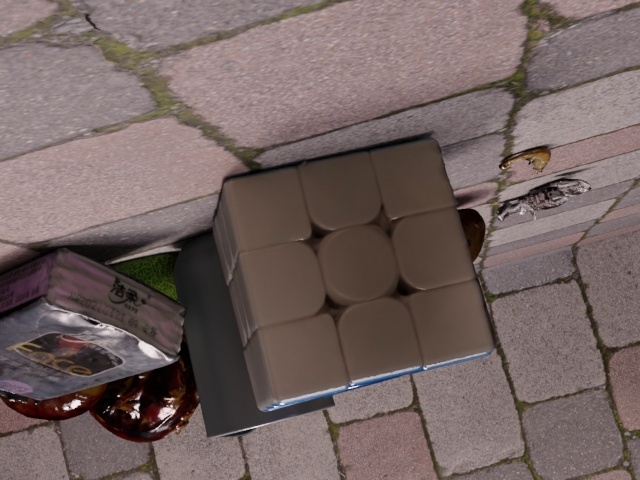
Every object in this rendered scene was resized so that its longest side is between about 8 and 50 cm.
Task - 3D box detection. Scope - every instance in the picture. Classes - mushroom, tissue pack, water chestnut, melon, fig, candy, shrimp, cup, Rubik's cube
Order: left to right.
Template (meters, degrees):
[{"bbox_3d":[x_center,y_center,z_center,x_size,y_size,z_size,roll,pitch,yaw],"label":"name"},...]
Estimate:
[{"bbox_3d":[-0.412,0.137,1.593,0.361,0.122,0.259,-19,147,36],"label":"tissue pack"},{"bbox_3d":[-0.483,0.202,1.996,0.216,0.217,0.321,-16,-166,10],"label":"fig"},{"bbox_3d":[-0.374,0.277,2.171,0.300,0.300,0.300,-14,172,-2],"label":"water chestnut"},{"bbox_3d":[-0.271,0.100,1.777,0.169,0.129,0.265,-22,169,24],"label":"melon"},{"bbox_3d":[-0.113,0.141,1.659,0.205,0.312,0.205,-15,172,-2],"label":"cup"},{"bbox_3d":[0.031,0.057,1.424,0.291,0.291,0.290,-14,171,-10],"label":"Rubik's cube"},{"bbox_3d":[0.199,0.015,1.971,0.231,0.138,0.194,-14,172,-4],"label":"mushroom"},{"bbox_3d":[0.325,-0.123,1.678,0.083,0.023,0.114,-13,167,9],"label":"shrimp"},{"bbox_3d":[0.431,-0.079,2.058,0.094,0.051,0.226,-6,169,-31],"label":"candy"}]
